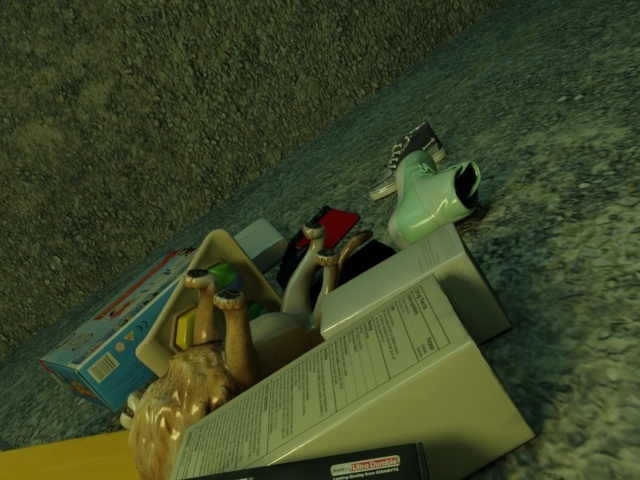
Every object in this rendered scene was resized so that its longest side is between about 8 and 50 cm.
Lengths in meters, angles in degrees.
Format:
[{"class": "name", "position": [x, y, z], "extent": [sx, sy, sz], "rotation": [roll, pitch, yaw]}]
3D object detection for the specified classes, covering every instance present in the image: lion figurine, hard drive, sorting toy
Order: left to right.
[{"class": "sorting toy", "position": [-0.134, 0.119, 0.881], "extent": [0.038, 0.193, 0.208], "rotation": [2, 50, 37]}, {"class": "hard drive", "position": [-0.201, 0.046, 1.578], "extent": [0.233, 0.047, 0.353], "rotation": [-36, 14, -4]}, {"class": "lion figurine", "position": [-0.066, 0.134, 0.807], "extent": [0.392, 0.241, 0.142], "rotation": [-19, 28, -41]}]

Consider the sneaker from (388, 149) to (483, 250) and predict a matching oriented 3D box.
[{"class": "sneaker", "position": [0.201, -0.092, 1.045], "extent": [0.151, 0.094, 0.256], "rotation": [-32, 24, 32]}]

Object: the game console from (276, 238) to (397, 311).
[{"class": "game console", "position": [0.004, 0.064, 1.095], "extent": [0.213, 0.044, 0.361], "rotation": [-36, 17, -5]}]

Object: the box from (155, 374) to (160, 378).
[{"class": "box", "position": [-0.206, 0.170, 1.125], "extent": [0.170, 0.091, 0.130], "rotation": [-27, 17, 28]}]

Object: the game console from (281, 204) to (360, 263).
[{"class": "game console", "position": [0.000, 0.000, 1.354], "extent": [0.144, 0.085, 0.124], "rotation": [-45, -13, -36]}]

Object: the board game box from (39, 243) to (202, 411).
[{"class": "board game box", "position": [-0.303, 0.136, 1.096], "extent": [0.308, 0.086, 0.301], "rotation": [-45, 17, -29]}]

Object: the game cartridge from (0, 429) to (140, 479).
[{"class": "game cartridge", "position": [-0.325, 0.342, 0.773], "extent": [0.323, 0.053, 0.285], "rotation": [-11, 20, 10]}]

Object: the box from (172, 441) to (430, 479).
[{"class": "box", "position": [-0.025, 0.234, 0.427], "extent": [0.220, 0.051, 0.175], "rotation": [-11, 32, 7]}]

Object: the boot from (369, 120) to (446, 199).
[{"class": "boot", "position": [0.169, -0.171, 1.371], "extent": [0.190, 0.086, 0.069], "rotation": [-34, 15, 1]}]

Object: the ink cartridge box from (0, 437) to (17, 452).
[{"class": "ink cartridge box", "position": [-0.544, 0.400, 0.961], "extent": [0.223, 0.224, 0.045], "rotation": [-39, 41, -13]}]

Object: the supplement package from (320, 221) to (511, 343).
[{"class": "supplement package", "position": [0.102, 0.079, 0.724], "extent": [0.179, 0.105, 0.105], "rotation": [-31, 16, 13]}]

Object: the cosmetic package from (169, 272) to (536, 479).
[{"class": "cosmetic package", "position": [0.016, 0.177, 0.594], "extent": [0.309, 0.113, 0.160], "rotation": [-32, 16, 8]}]
